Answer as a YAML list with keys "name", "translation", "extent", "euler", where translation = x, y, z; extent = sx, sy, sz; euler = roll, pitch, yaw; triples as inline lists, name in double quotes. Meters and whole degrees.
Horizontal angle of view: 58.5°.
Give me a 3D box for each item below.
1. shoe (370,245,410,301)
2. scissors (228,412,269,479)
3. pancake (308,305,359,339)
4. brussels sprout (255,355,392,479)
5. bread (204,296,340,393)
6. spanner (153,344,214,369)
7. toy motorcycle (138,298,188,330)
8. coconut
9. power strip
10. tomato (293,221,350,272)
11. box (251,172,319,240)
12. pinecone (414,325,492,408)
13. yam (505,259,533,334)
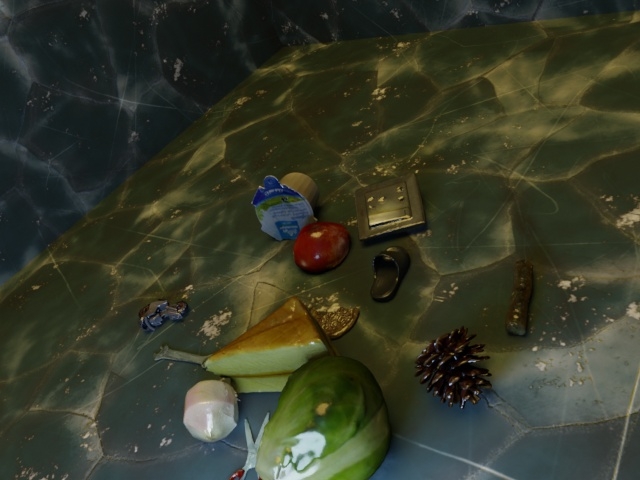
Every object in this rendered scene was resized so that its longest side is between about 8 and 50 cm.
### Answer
- name: "shoe"
  translation: [0.224, 0.090, 1.910]
  extent: [0.108, 0.093, 0.241]
  euler: [-3, 43, 31]
- name: "scissors"
  translation: [-0.188, 0.596, 1.604]
  extent: [0.144, 0.017, 0.248]
  euler: [-17, 35, 13]
- name: "pancake"
  translation: [0.036, 0.256, 1.884]
  extent: [0.190, 0.020, 0.184]
  euler: [-25, 34, 2]
- name: "brussels sprout"
  translation: [0.011, 0.465, 1.418]
  extent: [0.314, 0.276, 0.371]
  euler: [0, 44, 37]
- name: "bread"
  translation: [-0.134, 0.376, 1.670]
  extent: [0.361, 0.233, 0.245]
  euler: [-32, 37, 0]
- name: "spanner"
  translation: [-0.482, 0.412, 2.020]
  extent: [0.302, 0.017, 0.071]
  euler: [2, 45, 35]
- name: "toy motorcycle"
  translation: [-0.621, 0.287, 2.214]
  extent: [0.215, 0.080, 0.122]
  euler: [-9, 39, 17]
- name: "coconut"
  translation: [-0.316, 0.505, 1.676]
  extent: [0.171, 0.171, 0.183]
  euler: [-27, 33, 0]
- name: "power strip"
  translation: [0.261, -0.113, 2.141]
  extent: [0.257, 0.092, 0.251]
  euler: [-14, 46, 16]
- name: "tomato"
  translation: [0.000, 0.000, 2.125]
  extent: [0.200, 0.140, 0.233]
  euler: [6, 46, 29]
- name: "box"
  translation: [-0.130, -0.175, 2.329]
  extent: [0.262, 0.291, 0.206]
  euler: [-11, 28, 26]
- name: "pinecone"
  translation: [0.346, 0.328, 1.459]
  extent: [0.207, 0.208, 0.208]
  euler: [-17, 37, 13]
- name: "yam"
  translation: [0.571, 0.159, 1.632]
  extent: [0.061, 0.061, 0.253]
  euler: [-3, 41, 29]
